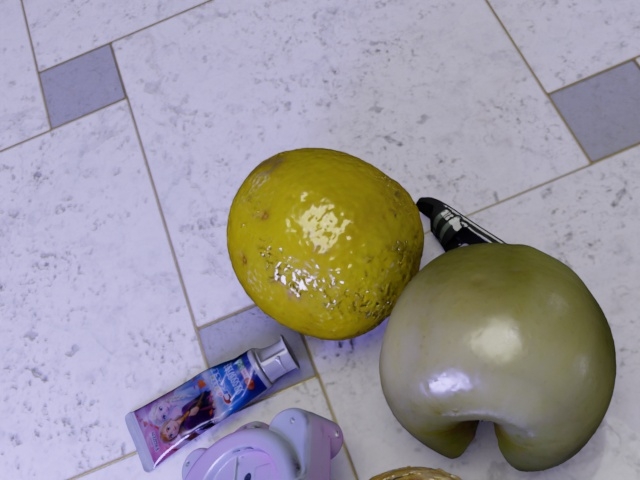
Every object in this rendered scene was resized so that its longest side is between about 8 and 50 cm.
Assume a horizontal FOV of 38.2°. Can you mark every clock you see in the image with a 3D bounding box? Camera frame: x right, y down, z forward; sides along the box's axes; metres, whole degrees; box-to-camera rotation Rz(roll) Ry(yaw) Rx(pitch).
[{"bbox_3d":[-0.085,0.340,1.169,0.248,0.090,0.227,-23,51,36],"label":"clock"}]

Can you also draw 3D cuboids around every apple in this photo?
[{"bbox_3d":[0.221,0.143,1.155,0.292,0.292,0.254,7,58,18],"label":"apple"}]

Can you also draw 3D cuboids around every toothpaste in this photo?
[{"bbox_3d":[-0.155,0.225,1.323,0.266,0.061,0.096,-31,59,3],"label":"toothpaste"}]

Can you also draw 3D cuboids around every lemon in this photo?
[{"bbox_3d":[0.000,0.000,1.291,0.310,0.258,0.258,34,74,26],"label":"lemon"}]

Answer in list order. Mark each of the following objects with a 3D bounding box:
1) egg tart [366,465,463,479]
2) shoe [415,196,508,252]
[{"bbox_3d":[0.116,0.393,1.130,0.234,0.094,0.234,-6,63,11],"label":"egg tart"},{"bbox_3d":[0.203,-0.003,1.351,0.179,0.071,0.049,34,77,24],"label":"shoe"}]
